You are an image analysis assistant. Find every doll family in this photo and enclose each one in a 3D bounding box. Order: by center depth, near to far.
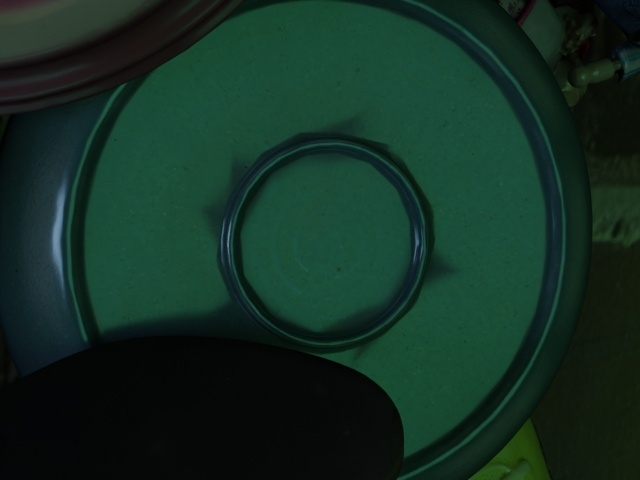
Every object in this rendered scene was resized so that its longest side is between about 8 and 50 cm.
[{"bbox_3d":[0.193,-0.170,0.630,0.163,0.118,0.263,40,80,-42],"label":"doll family"}]

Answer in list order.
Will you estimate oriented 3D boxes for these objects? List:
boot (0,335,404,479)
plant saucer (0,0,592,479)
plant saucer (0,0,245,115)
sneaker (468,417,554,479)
[{"bbox_3d":[-0.108,0.125,0.481,0.305,0.112,0.115,-12,127,8],"label":"boot"},{"bbox_3d":[0.000,0.000,0.544,0.317,0.043,0.318,-1,94,-15],"label":"plant saucer"},{"bbox_3d":[-0.134,-0.191,0.375,0.332,0.084,0.332,-7,120,-12],"label":"plant saucer"},{"bbox_3d":[0.118,0.209,0.672,0.145,0.147,0.385,-32,115,-20],"label":"sneaker"}]
